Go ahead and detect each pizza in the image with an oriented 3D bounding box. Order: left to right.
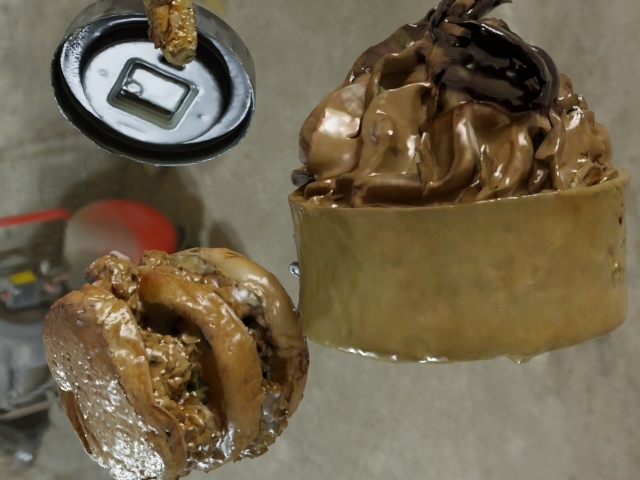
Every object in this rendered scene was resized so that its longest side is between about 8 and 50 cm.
[{"bbox_3d":[-0.160,-0.255,1.126,0.175,0.046,0.134,-118,25,-60],"label":"pizza"}]

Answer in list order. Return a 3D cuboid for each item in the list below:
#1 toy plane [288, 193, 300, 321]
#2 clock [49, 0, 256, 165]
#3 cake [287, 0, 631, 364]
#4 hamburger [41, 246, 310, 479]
[{"bbox_3d":[-0.009,-0.003,1.713,0.088,0.212,0.267,18,143,37],"label":"toy plane"},{"bbox_3d":[-0.307,-0.295,2.042,0.386,0.386,0.076,126,157,-47],"label":"clock"},{"bbox_3d":[0.123,-0.073,1.011,0.332,0.332,0.320,6,103,52],"label":"cake"},{"bbox_3d":[-0.145,0.138,1.123,0.261,0.211,0.245,20,124,38],"label":"hamburger"}]
